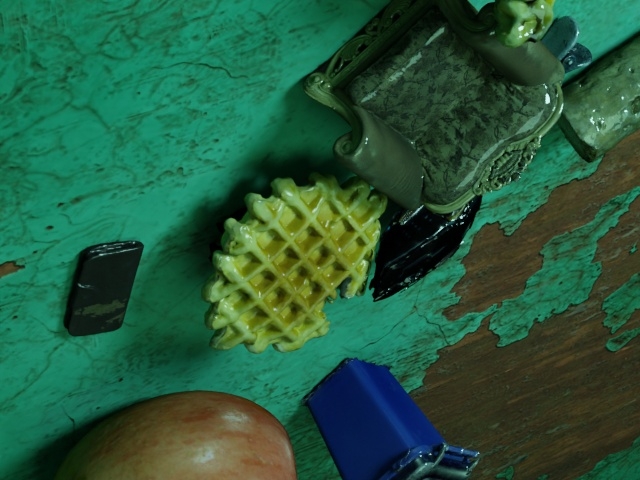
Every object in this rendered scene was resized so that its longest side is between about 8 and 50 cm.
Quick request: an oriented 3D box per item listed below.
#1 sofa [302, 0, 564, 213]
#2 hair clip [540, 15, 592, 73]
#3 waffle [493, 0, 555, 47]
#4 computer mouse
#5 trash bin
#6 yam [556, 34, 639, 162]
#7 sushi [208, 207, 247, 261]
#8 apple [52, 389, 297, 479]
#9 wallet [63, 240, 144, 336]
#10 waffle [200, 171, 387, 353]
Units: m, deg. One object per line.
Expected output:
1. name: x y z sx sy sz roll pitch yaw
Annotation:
1. sofa: 0.141 -0.163 1.760 0.258 0.182 0.200 -41 144 12
2. hair clip: 0.220 -0.179 1.926 0.275 0.048 0.083 -35 150 6
3. waffle: 0.240 -0.359 1.570 0.297 0.073 0.317 -62 164 -53
4. computer mouse: 0.146 -0.012 1.984 0.241 0.077 0.146 -52 155 -12
5. trash bin: 0.100 0.294 2.252 0.184 0.234 0.162 -44 146 17
6. yam: 0.404 -0.198 1.998 0.194 0.107 0.107 -36 146 3
7. sushi: -0.090 0.002 1.892 0.085 0.056 0.083 -7 135 -32
8. apple: -0.199 0.383 2.031 0.364 0.364 0.364 -21 144 -16
9. wallet: -0.267 0.060 1.858 0.082 0.018 0.156 -9 140 -31
10. waffle: -0.033 0.033 1.884 0.250 0.056 0.261 -10 129 -33
